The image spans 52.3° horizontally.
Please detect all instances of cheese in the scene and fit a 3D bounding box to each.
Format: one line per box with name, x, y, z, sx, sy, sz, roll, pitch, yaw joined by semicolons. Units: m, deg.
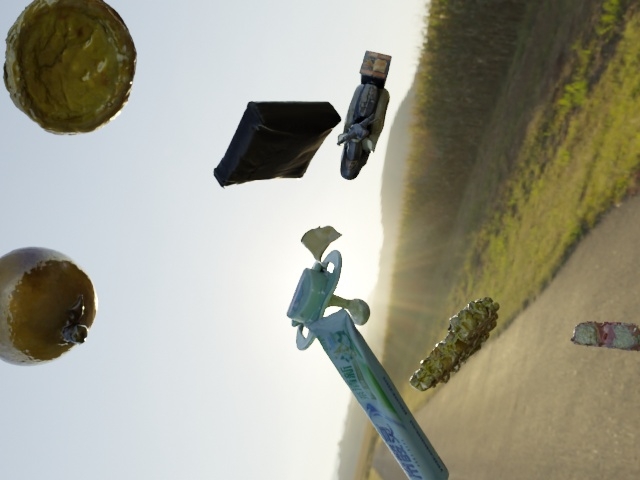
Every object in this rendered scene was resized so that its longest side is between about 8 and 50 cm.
cheese;0.000;-0.001;1.301;0.084;0.060;0.041;-45;-26;18

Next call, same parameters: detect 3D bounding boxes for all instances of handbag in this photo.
handbag;-0.091;-0.203;1.427;0.246;0.080;0.223;-10;-34;-39

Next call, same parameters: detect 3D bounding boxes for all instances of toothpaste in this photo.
toothpaste;0.087;0.221;0.846;0.074;0.297;0.048;-30;4;42

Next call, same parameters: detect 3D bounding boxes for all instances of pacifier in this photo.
pacifier;0.015;0.090;0.928;0.151;0.116;0.126;-72;17;-4

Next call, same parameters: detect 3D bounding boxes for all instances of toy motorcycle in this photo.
toy motorcycle;0.091;-0.259;1.415;0.157;0.090;0.263;81;-156;-71

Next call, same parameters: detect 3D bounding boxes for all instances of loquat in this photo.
loquat;-0.759;0.190;1.778;0.328;0.359;0.329;-43;-34;-40

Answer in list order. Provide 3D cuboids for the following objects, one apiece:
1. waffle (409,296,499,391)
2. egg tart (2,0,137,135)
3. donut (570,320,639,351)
waffle;0.221;0.167;1.065;0.149;0.051;0.194;-1;-49;-52
egg tart;-0.336;-0.238;0.871;0.191;0.074;0.191;-21;-55;-34
donut;0.680;0.221;1.509;0.166;0.117;0.065;-2;82;55
